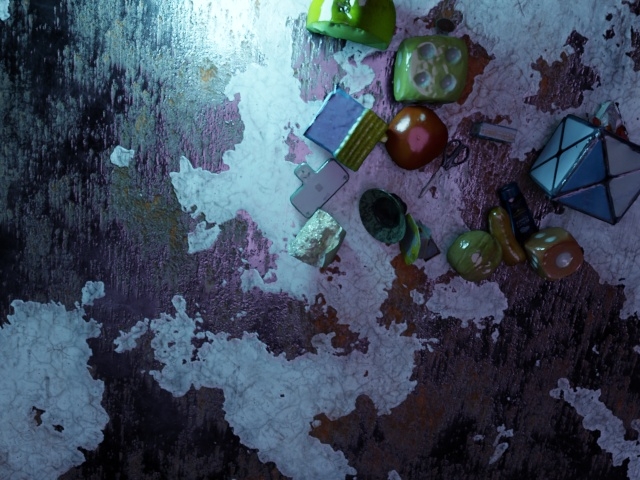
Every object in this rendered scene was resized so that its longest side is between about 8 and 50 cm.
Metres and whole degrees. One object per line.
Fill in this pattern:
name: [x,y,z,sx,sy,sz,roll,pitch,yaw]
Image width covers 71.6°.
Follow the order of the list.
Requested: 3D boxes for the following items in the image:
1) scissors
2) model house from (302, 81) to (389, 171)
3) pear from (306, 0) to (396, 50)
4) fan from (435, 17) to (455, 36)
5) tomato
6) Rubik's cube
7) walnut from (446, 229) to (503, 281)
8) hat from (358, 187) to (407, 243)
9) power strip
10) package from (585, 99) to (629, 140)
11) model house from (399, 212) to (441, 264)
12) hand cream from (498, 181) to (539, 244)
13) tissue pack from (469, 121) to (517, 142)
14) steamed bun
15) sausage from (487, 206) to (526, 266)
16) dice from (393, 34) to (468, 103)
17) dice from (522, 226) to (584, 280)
scissors: [0.518,-0.297,1.898,0.109,0.022,0.300,37,99,-5]
model house: [0.106,-0.433,1.749,0.303,0.215,0.237,35,99,-4]
pear: [0.129,-0.855,1.633,0.341,0.318,0.239,11,105,-6]
fan: [0.499,-0.838,1.761,0.084,0.005,0.134,2,66,-6]
tomato: [0.383,-0.414,1.792,0.259,0.180,0.260,0,99,-1]
Rubik's cube: [1.065,-0.279,1.747,0.306,0.310,0.306,22,115,-6]
walnut: [0.659,0.062,1.885,0.227,0.228,0.228,0,101,-2]
hat: [0.289,-0.127,1.863,0.128,0.265,0.266,-40,102,-32]
power strip: [-0.027,-0.244,1.870,0.265,0.059,0.193,-44,104,6]
package: [1.205,-0.443,1.875,0.193,0.071,0.270,-28,114,7]
model house: [0.430,0.002,1.846,0.135,0.219,0.208,-1,121,-10]
hand cream: [0.860,-0.118,1.934,0.120,0.061,0.271,-29,109,0]
tissue pack: [0.712,-0.443,1.828,0.154,0.115,0.065,11,101,-3]
steamed bun: [0.000,0.000,1.849,0.199,0.170,0.226,24,100,-31]
sausage: [0.797,-0.020,1.922,0.108,0.109,0.271,-24,102,3]
dice: [0.421,-0.655,1.723,0.237,0.227,0.234,0,104,-3]
dice: [0.991,0.052,1.901,0.174,0.179,0.174,-29,107,9]
